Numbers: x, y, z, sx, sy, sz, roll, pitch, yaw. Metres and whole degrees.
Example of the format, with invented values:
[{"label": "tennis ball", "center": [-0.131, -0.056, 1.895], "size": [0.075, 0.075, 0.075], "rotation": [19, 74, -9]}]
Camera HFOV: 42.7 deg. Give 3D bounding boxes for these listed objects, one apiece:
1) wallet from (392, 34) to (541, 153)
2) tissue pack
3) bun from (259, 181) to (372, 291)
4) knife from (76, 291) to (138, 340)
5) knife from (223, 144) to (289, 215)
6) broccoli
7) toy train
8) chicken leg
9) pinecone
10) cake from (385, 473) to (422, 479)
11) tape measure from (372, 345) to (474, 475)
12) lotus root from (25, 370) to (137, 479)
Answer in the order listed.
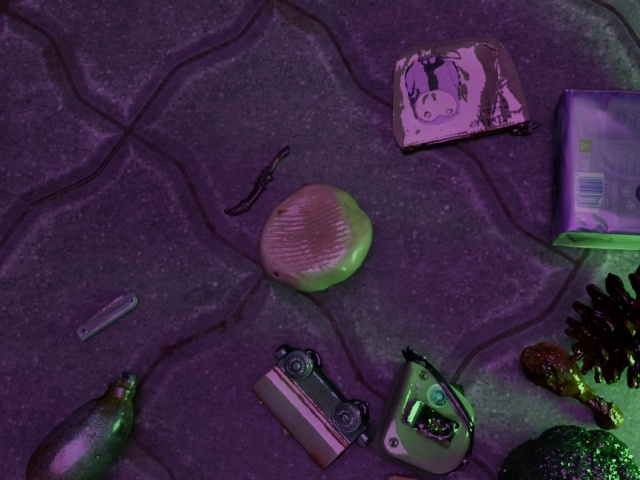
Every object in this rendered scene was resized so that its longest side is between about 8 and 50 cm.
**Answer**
[{"label": "wallet", "center": [0.324, -0.345, 1.923], "size": [0.335, 0.068, 0.275], "rotation": [-10, 79, 5]}, {"label": "tissue pack", "center": [0.637, -0.157, 1.802], "size": [0.242, 0.160, 0.338], "rotation": [4, 77, 5]}, {"label": "bun", "center": [0.000, 0.000, 1.834], "size": [0.259, 0.160, 0.259], "rotation": [-7, 65, 16]}, {"label": "knife", "center": [-0.498, 0.174, 1.910], "size": [0.162, 0.023, 0.044], "rotation": [-34, 78, -3]}, {"label": "knife", "center": [-0.141, -0.138, 1.946], "size": [0.045, 0.021, 0.222], "rotation": [41, 85, 15]}, {"label": "broccoli", "center": [0.505, 0.503, 1.632], "size": [0.308, 0.308, 0.275], "rotation": [-34, 111, -3]}, {"label": "toy train", "center": [-0.020, 0.362, 1.782], "size": [0.177, 0.116, 0.285], "rotation": [-46, 77, 7]}, {"label": "chicken leg", "center": [0.538, 0.310, 1.745], "size": [0.251, 0.107, 0.087], "rotation": [39, 69, 4]}, {"label": "pinecone", "center": [0.626, 0.186, 1.673], "size": [0.264, 0.264, 0.264], "rotation": [-1, 77, 5]}, {"label": "cake", "center": [0.233, 0.544, 1.747], "size": [0.185, 0.116, 0.080], "rotation": [-9, 69, 36]}, {"label": "tape measure", "center": [0.236, 0.371, 1.729], "size": [0.207, 0.115, 0.235], "rotation": [23, 68, -2]}, {"label": "lotus root", "center": [-0.498, 0.435, 1.785], "size": [0.140, 0.158, 0.322], "rotation": [41, 77, 10]}]
